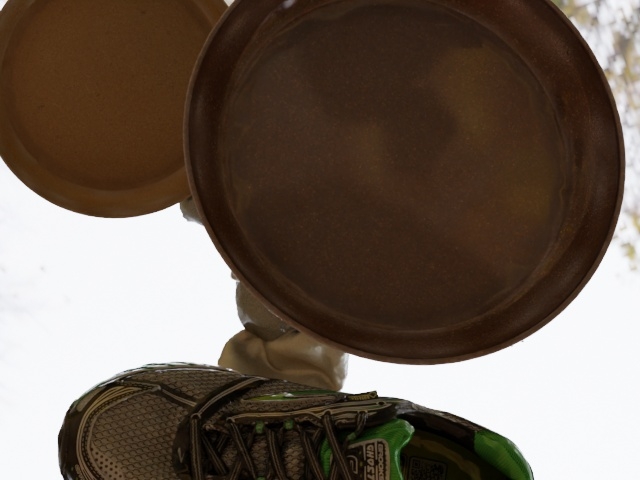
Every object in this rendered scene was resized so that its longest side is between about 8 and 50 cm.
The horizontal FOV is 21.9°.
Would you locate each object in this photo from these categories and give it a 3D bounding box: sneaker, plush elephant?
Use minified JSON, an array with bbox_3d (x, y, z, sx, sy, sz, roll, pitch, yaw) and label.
[{"bbox_3d":[-0.012,0.146,1.156,0.343,0.146,0.134,6,-106,-17],"label":"sneaker"},{"bbox_3d":[0.000,0.000,1.480,0.255,0.330,0.272,-18,-143,32],"label":"plush elephant"}]

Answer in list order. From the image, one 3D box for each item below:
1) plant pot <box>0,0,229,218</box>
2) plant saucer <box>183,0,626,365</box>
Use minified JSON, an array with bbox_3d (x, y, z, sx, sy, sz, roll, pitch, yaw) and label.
[{"bbox_3d":[-0.178,-0.137,1.441,0.236,0.236,0.032,-37,-160,-2],"label":"plant pot"},{"bbox_3d":[0.057,-0.061,1.150,0.310,0.050,0.310,3,-107,-10],"label":"plant saucer"}]
